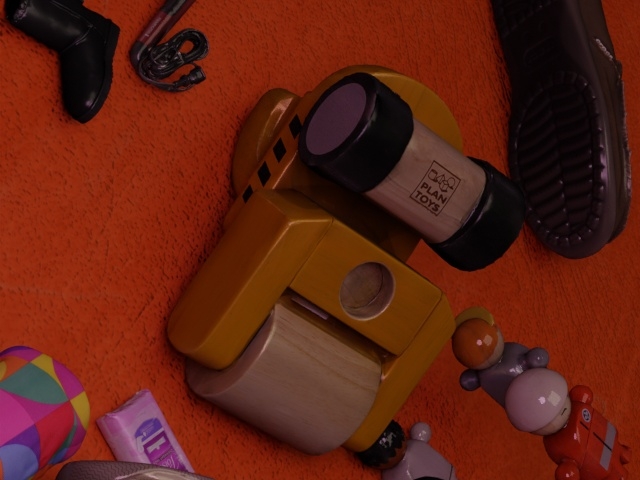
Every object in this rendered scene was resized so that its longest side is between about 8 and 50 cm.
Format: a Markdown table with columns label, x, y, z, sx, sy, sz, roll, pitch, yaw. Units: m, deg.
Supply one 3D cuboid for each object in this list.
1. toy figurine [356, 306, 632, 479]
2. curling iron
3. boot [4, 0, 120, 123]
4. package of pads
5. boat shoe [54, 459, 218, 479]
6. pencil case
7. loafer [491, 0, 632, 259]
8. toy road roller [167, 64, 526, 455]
| label | x | y | z | sx | sy | sz | roll | pitch | yaw |
| --- | --- | --- | --- | --- | --- | --- | --- | --- | --- |
| toy figurine | 0.143 | 0.185 | 1.634 | 0.148 | 0.213 | 0.209 | 42 | 5 | -30 |
| curling iron | -0.090 | -0.243 | 1.670 | 0.068 | 0.035 | 0.274 | 36 | 65 | -17 |
| boot | -0.221 | -0.168 | 1.545 | 0.099 | 0.045 | 0.121 | 35 | 45 | -33 |
| package of pads | -0.144 | 0.169 | 1.497 | 0.050 | 0.032 | 0.083 | -33 | 98 | -43 |
| boat shoe | -0.074 | 0.283 | 1.433 | 0.355 | 0.132 | 0.130 | 38 | 57 | -37 |
| pencil case | -0.265 | 0.157 | 1.285 | 0.236 | 0.104 | 0.104 | -34 | 99 | -54 |
| loafer | 0.284 | -0.155 | 1.972 | 0.130 | 0.134 | 0.366 | 12 | 66 | -41 |
| toy road roller | 0.000 | 0.000 | 1.623 | 0.202 | 0.240 | 0.329 | 33 | 90 | -32 |
